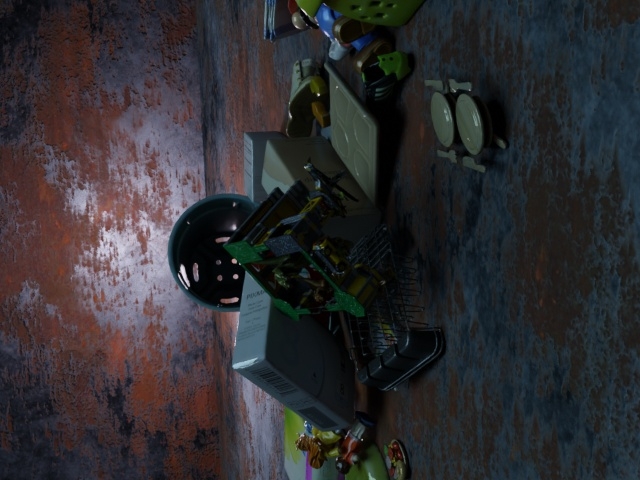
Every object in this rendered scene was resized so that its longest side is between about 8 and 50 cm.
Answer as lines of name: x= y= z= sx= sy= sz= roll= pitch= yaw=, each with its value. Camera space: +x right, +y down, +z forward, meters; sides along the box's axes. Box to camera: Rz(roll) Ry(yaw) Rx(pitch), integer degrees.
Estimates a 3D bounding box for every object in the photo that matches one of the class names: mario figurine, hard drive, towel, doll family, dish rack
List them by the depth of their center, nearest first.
dish rack: x=0.115 y=0.116 z=1.434 sx=0.208 sy=0.074 sz=0.271 roll=-48 pitch=43 yaw=48
mario figurine: x=0.011 y=-0.419 z=1.521 sx=0.320 sy=0.170 sz=0.198 roll=-119 pitch=27 yaw=-50
towel: x=-0.038 y=-0.569 z=1.642 sx=0.034 sy=0.209 sz=0.285 roll=25 pitch=125 yaw=26
doll family: x=0.006 y=0.411 z=1.749 sx=0.163 sy=0.118 sz=0.263 roll=-65 pitch=21 yaw=8
hard drive: x=0.025 y=-0.249 z=1.763 sx=0.094 sy=0.022 sz=0.135 roll=113 pitch=148 yaw=-57

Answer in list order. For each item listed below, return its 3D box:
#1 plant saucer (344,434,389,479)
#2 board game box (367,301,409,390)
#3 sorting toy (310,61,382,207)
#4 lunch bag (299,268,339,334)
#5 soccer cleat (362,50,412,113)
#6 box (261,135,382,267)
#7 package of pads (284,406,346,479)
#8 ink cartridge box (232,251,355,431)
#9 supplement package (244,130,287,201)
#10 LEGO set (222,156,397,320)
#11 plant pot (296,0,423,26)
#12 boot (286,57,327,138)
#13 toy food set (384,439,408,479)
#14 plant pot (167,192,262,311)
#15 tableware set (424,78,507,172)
plant saucer: x=0.099 y=0.548 z=1.714 sx=0.241 sy=0.037 sz=0.241 roll=175 pitch=90 yaw=-72
board game box: x=0.133 y=0.201 z=1.523 sx=0.154 sy=0.026 sz=0.103 roll=-124 pitch=33 yaw=-58
sorting toy: x=0.052 y=-0.235 z=1.548 sx=0.229 sy=0.041 sz=0.307 roll=82 pitch=164 yaw=-46
lunch bag: x=-0.053 y=0.222 z=1.919 sx=0.223 sy=0.160 sz=0.262 roll=114 pitch=152 yaw=-56
soccer cleat: x=0.103 y=-0.283 z=1.412 sx=0.179 sy=0.072 sz=0.060 roll=127 pitch=136 yaw=-65
box: x=-0.005 y=-0.088 z=1.652 sx=0.311 sy=0.148 sz=0.121 roll=-124 pitch=35 yaw=-45
package of pads: x=-0.010 y=0.543 z=1.961 sx=0.296 sy=0.101 sz=0.229 roll=-136 pitch=45 yaw=-66
ink cartridge box: x=-0.035 y=0.160 z=1.645 sx=0.091 sy=0.308 sz=0.385 roll=-19 pitch=46 yaw=29
supplement package: x=-0.154 y=-0.209 z=2.215 sx=0.105 sy=0.105 sz=0.179 roll=-133 pitch=41 yaw=-64
LEGO set: x=0.000 y=0.000 z=1.398 sx=0.255 sy=0.192 sz=0.331 roll=44 pitch=154 yaw=-10
plant pot: x=0.062 y=-0.493 z=1.267 sx=0.228 sy=0.207 sz=0.227 roll=134 pitch=128 yaw=-69
boot: x=-0.029 y=-0.347 z=1.773 sx=0.213 sy=0.077 sz=0.165 roll=117 pitch=160 yaw=-63
toy food set: x=0.149 y=0.433 z=1.546 sx=0.082 sy=0.020 sz=0.083 roll=122 pitch=140 yaw=-63
plant pot: x=-0.277 y=0.064 z=2.373 sx=0.334 sy=0.341 sz=0.341 roll=122 pitch=140 yaw=-76
tableware set: x=0.210 y=-0.178 z=1.156 sx=0.194 sy=0.039 sz=0.128 roll=-133 pitch=29 yaw=-72
